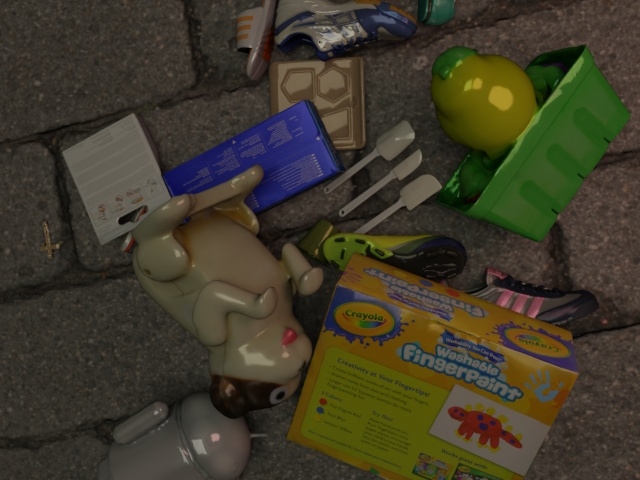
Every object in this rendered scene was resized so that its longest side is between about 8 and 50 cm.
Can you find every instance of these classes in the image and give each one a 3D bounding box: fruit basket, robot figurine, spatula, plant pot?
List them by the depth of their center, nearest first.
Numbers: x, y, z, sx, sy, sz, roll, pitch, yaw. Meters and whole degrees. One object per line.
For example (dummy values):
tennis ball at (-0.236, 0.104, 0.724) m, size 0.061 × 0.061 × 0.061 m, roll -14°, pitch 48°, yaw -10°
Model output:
fruit basket at (0.334, -0.219, 1.316) m, size 0.391 × 0.283 × 0.393 m, roll -1°, pitch 99°, yaw -5°
spatula at (0.117, -0.113, 1.429) m, size 0.242 × 0.019 × 0.168 m, roll -36°, pitch 73°, yaw 32°
robot figurine at (-0.291, 0.442, 1.447) m, size 0.353 × 0.200 × 0.300 m, roll -30°, pitch 127°, yaw 6°
plant pot at (0.000, 0.000, 1.472) m, size 0.083 × 0.083 × 0.079 m, roll 33°, pitch 82°, yaw 6°

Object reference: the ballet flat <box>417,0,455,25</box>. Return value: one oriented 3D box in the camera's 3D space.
ballet flat at (0.244, -0.561, 1.436) m, size 0.087 × 0.083 × 0.248 m, roll -1°, pitch 91°, yaw -17°

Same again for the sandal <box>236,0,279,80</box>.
sandal at (-0.133, -0.465, 1.472) m, size 0.076 × 0.102 × 0.266 m, roll 12°, pitch 84°, yaw 8°

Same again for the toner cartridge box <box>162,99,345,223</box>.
toner cartridge box at (-0.139, -0.140, 1.463) m, size 0.347 × 0.075 × 0.165 m, roll -25°, pitch 91°, yaw 13°

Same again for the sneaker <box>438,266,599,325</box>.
sneaker at (0.386, 0.112, 1.403) m, size 0.318 × 0.112 × 0.131 m, roll -10°, pitch 93°, yaw 6°

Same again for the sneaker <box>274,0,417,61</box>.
sneaker at (0.047, -0.421, 1.438) m, size 0.296 × 0.112 × 0.131 m, roll 12°, pitch 86°, yaw 17°

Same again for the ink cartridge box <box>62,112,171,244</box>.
ink cartridge box at (-0.430, -0.131, 1.518) m, size 0.189 × 0.066 × 0.233 m, roll -27°, pitch 84°, yaw 6°

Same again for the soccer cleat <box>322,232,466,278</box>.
soccer cleat at (0.150, 0.029, 1.430) m, size 0.288 × 0.121 × 0.094 m, roll 4°, pitch 107°, yaw 7°

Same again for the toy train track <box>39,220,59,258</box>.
toy train track at (-0.613, -0.001, 1.575) m, size 0.048 × 0.014 × 0.083 m, roll -9°, pitch 89°, yaw 7°

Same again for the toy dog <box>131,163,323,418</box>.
toy dog at (-0.179, 0.130, 1.323) m, size 0.395 × 0.284 × 0.408 m, roll -34°, pitch 87°, yaw 31°

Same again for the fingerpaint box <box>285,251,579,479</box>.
fingerpaint box at (0.202, 0.279, 1.351) m, size 0.444 × 0.163 × 0.371 m, roll 19°, pitch 115°, yaw 7°

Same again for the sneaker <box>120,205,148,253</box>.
sneaker at (-0.378, -0.039, 1.534) m, size 0.064 × 0.061 × 0.158 m, roll 27°, pitch 87°, yaw -25°

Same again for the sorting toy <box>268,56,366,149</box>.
sorting toy at (-0.007, -0.285, 1.487) m, size 0.208 × 0.038 × 0.193 m, roll -2°, pitch 91°, yaw 12°
